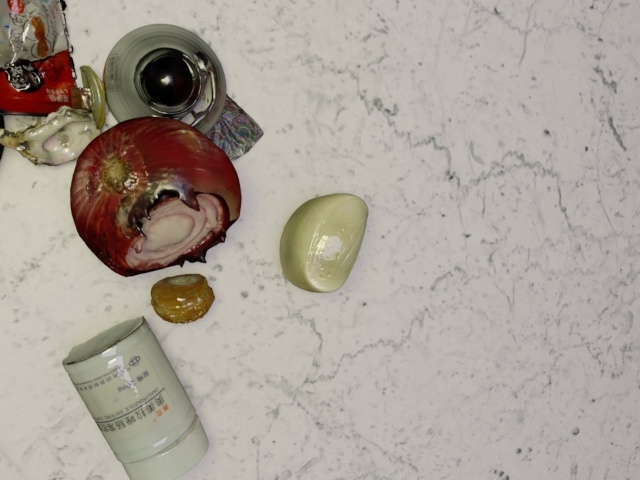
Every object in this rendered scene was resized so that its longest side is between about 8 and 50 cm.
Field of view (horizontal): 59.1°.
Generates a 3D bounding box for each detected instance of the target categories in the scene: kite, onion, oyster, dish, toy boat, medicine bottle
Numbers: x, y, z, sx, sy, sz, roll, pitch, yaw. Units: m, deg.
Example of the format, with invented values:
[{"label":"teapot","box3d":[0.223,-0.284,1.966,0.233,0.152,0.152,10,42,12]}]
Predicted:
[{"label":"kite","box3d":[-0.262,-0.324,1.340,0.152,0.015,0.286,-38,108,-19]},{"label":"onion","box3d":[-0.351,-0.098,1.160,0.340,0.341,0.342,-2,94,-23]},{"label":"oyster","box3d":[-0.549,-0.217,1.135,0.163,0.191,0.081,-46,73,22]},{"label":"dish","box3d":[-0.332,-0.343,1.232,0.273,0.134,0.274,-3,98,-19]},{"label":"toy boat","box3d":[-0.498,-0.285,1.210,0.066,0.065,0.172,-7,108,-32]},{"label":"medicine bottle","box3d":[-0.394,0.354,1.231,0.189,0.190,0.333,-29,104,-19]}]

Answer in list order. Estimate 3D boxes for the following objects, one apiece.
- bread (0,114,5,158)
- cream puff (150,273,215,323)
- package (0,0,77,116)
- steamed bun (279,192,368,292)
[{"label":"bread","box3d":[-0.800,-0.222,1.052,0.365,0.129,0.383,-9,96,-22]},{"label":"cream puff","box3d":[-0.313,0.137,1.289,0.143,0.126,0.103,-9,113,-14]},{"label":"package","box3d":[-0.582,-0.384,1.138,0.194,0.071,0.270,-15,108,-51]},{"label":"steamed bun","box3d":[0.000,0.000,1.370,0.154,0.200,0.250,21,82,-22]}]
